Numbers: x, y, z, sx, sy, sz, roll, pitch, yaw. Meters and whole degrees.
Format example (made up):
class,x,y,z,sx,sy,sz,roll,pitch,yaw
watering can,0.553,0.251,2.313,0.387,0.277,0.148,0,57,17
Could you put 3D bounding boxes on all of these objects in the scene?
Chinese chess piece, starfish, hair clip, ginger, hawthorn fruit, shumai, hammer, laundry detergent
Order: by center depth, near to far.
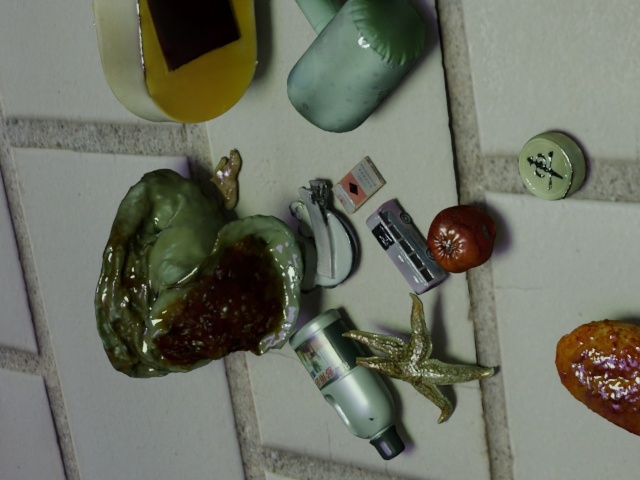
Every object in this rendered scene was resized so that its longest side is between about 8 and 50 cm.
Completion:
class,x,y,z,sx,sy,sz,roll,pitch,yaw
Chinese chess piece,0.276,-0.089,1.766,0.084,0.034,0.084,20,121,38
hawthorn fruit,0.180,-0.005,1.863,0.093,0.093,0.093,20,122,37
hammer,-0.011,-0.313,1.895,0.335,0.119,0.206,58,135,16
starfish,0.130,0.160,1.991,0.223,0.050,0.217,5,118,26
hair clip,0.001,0.000,2.066,0.116,0.049,0.172,14,121,44
laundry detergent,0.047,0.212,2.104,0.099,0.070,0.225,-39,82,37
shumai,-0.153,0.079,2.145,0.288,0.292,0.330,5,131,13
ginger,-0.143,-0.091,2.172,0.048,0.030,0.097,27,124,31

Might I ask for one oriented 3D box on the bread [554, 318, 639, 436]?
class,x,y,z,sx,sy,sz,roll,pitch,yaw
bread,0.395,0.187,1.738,0.269,0.095,0.139,38,138,20

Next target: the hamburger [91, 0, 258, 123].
class,x,y,z,sx,sy,sz,roll,pitch,yaw
hamburger,-0.197,-0.300,1.983,0.151,0.227,0.295,30,128,47

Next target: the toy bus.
class,x,y,z,sx,sy,sz,roll,pitch,yaw
toy bus,0.112,0.010,1.957,0.130,0.052,0.037,55,138,9

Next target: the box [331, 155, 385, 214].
class,x,y,z,sx,sy,sz,roll,pitch,yaw
box,0.051,-0.074,2.006,0.046,0.012,0.083,55,135,8
